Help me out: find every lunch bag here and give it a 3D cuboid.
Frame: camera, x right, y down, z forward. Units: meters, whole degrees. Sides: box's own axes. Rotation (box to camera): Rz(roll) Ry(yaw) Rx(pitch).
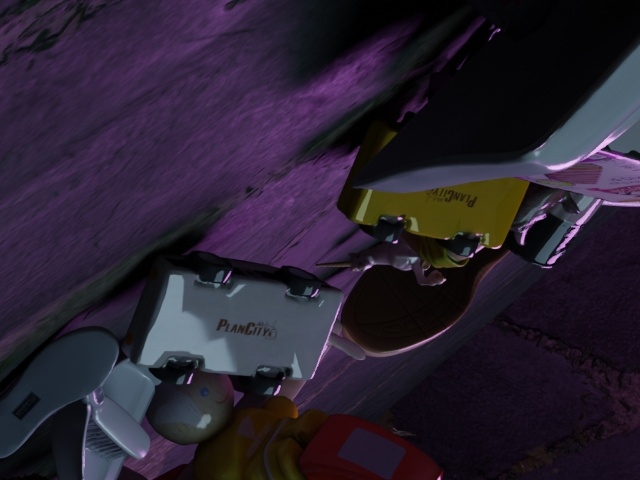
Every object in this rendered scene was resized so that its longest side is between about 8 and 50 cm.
[{"bbox_3d":[0.114,-0.166,1.186,0.053,0.071,0.083,-43,169,7],"label":"lunch bag"}]

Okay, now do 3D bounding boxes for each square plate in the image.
[{"bbox_3d":[0.196,-0.145,1.193,0.344,0.049,0.347,-43,-170,-12],"label":"square plate"}]

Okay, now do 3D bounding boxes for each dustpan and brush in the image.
[{"bbox_3d":[-0.180,0.136,1.507,0.211,0.060,0.147,55,51,-51],"label":"dustpan and brush"}]

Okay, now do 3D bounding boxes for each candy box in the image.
[{"bbox_3d":[0.217,-0.081,1.454,0.233,0.071,0.159,10,172,-41],"label":"candy box"}]

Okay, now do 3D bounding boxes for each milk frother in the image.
[{"bbox_3d":[0.213,-0.074,1.804,0.135,0.143,0.129,-54,177,28],"label":"milk frother"}]

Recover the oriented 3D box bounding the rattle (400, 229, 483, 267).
[{"bbox_3d":[0.120,-0.085,1.729,0.199,0.143,0.130,-55,-159,8],"label":"rattle"}]

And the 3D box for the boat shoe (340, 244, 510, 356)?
[{"bbox_3d":[0.115,0.044,2.090,0.302,0.109,0.098,-42,180,-39],"label":"boat shoe"}]

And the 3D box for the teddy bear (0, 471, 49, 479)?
[{"bbox_3d":[-0.342,0.294,1.643,0.245,0.113,0.338,-22,170,-38],"label":"teddy bear"}]

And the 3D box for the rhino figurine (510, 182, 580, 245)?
[{"bbox_3d":[0.212,-0.098,1.663,0.106,0.073,0.243,-24,135,-47],"label":"rhino figurine"}]

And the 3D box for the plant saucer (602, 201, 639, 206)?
[{"bbox_3d":[0.384,-0.148,1.905,0.400,0.100,0.400,-3,161,-1],"label":"plant saucer"}]

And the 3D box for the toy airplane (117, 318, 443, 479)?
[{"bbox_3d":[-0.105,0.222,1.812,0.384,0.272,0.386,-27,-153,-3],"label":"toy airplane"}]

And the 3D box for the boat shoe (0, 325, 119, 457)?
[{"bbox_3d":[-0.204,0.108,1.397,0.142,0.049,0.040,-39,-170,17],"label":"boat shoe"}]

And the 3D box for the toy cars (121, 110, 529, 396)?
[{"bbox_3d":[0.000,0.000,1.481,0.394,0.087,0.176,-33,132,-23],"label":"toy cars"}]

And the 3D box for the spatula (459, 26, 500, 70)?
[{"bbox_3d":[0.148,-0.164,1.447,0.084,0.030,0.296,-33,169,-31],"label":"spatula"}]

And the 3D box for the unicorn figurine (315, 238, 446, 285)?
[{"bbox_3d":[0.090,-0.003,1.845,0.162,0.060,0.111,-49,-148,-5],"label":"unicorn figurine"}]
